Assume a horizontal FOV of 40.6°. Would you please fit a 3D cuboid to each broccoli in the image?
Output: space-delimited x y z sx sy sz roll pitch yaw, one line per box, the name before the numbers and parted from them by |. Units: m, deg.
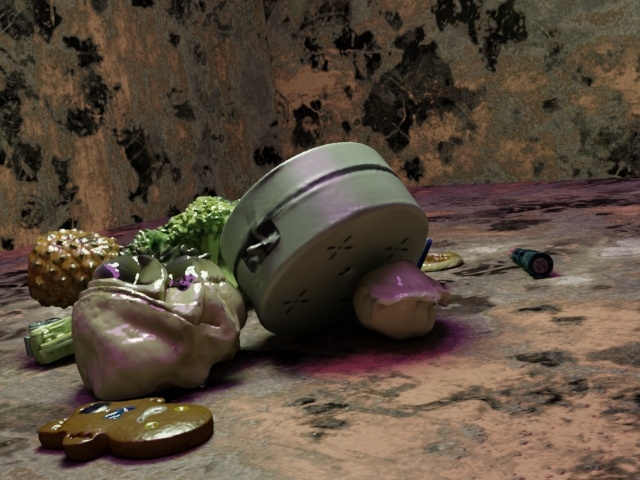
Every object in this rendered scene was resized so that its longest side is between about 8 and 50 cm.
broccoli | -0.242 0.033 1.808 0.375 0.249 0.302 -3 5 -8

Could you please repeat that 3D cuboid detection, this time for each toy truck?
toy truck | -0.453 0.177 1.598 0.169 0.077 0.100 -12 7 -37

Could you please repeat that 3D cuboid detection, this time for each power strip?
power strip | 0.000 0.000 1.478 0.357 0.161 0.357 -26 -29 -16

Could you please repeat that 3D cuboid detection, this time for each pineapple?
pineapple | -0.382 0.059 1.665 0.341 0.169 0.169 2 9 4

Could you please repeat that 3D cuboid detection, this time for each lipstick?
lipstick | 0.447 0.042 1.865 0.053 0.053 0.234 -7 4 1

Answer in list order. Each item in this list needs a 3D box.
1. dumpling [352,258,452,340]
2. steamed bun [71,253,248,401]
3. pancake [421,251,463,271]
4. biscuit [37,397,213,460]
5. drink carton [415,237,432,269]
dumpling | 0.136 0.100 1.442 0.162 0.132 0.250 -14 -9 -3
steamed bun | -0.257 0.120 1.389 0.275 0.206 0.320 -8 4 8
pancake | 0.261 0.048 2.033 0.152 0.025 0.151 -8 10 1
biscuit | -0.249 0.241 1.133 0.236 0.039 0.180 -1 9 25
drink carton | 0.056 -0.007 1.754 0.315 0.130 0.106 23 1 -14
